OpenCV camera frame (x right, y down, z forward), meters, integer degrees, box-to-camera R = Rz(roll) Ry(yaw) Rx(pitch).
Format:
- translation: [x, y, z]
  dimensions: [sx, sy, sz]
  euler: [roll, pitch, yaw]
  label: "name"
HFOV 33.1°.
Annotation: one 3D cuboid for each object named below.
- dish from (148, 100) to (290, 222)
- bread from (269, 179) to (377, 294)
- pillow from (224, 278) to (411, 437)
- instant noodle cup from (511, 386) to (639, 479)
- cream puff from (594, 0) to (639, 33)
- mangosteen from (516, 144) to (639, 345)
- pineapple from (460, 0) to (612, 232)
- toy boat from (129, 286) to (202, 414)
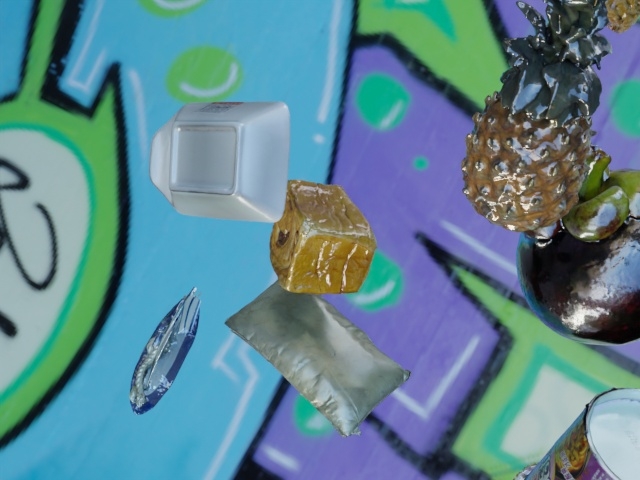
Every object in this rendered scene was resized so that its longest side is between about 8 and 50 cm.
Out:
- translation: [-0.148, -0.105, 1.391]
  dimensions: [0.064, 0.234, 0.154]
  euler: [0, 94, -51]
  label: "dish"
- translation: [0.000, 0.000, 1.786]
  dimensions: [0.143, 0.158, 0.149]
  euler: [2, 130, -25]
  label: "bread"
- translation: [0.000, 0.189, 1.852]
  dimensions: [0.185, 0.302, 0.075]
  euler: [-38, 163, -34]
  label: "pillow"
- translation: [0.500, 0.419, 1.792]
  dimensions: [0.340, 0.339, 0.266]
  euler: [-42, 155, -48]
  label: "instant noodle cup"
- translation: [0.432, -0.424, 1.594]
  dimensions: [0.169, 0.183, 0.183]
  euler: [-52, 164, 12]
  label: "cream puff"
- translation: [0.431, 0.019, 1.684]
  dimensions: [0.297, 0.313, 0.297]
  euler: [-41, -140, 46]
  label: "mangosteen"
- translation: [0.242, -0.163, 1.149]
  dimensions: [0.170, 0.141, 0.310]
  euler: [-31, 142, -37]
  label: "pineapple"
- translation: [-0.229, 0.144, 1.721]
  dimensions: [0.292, 0.070, 0.210]
  euler: [-59, -171, 38]
  label: "toy boat"
